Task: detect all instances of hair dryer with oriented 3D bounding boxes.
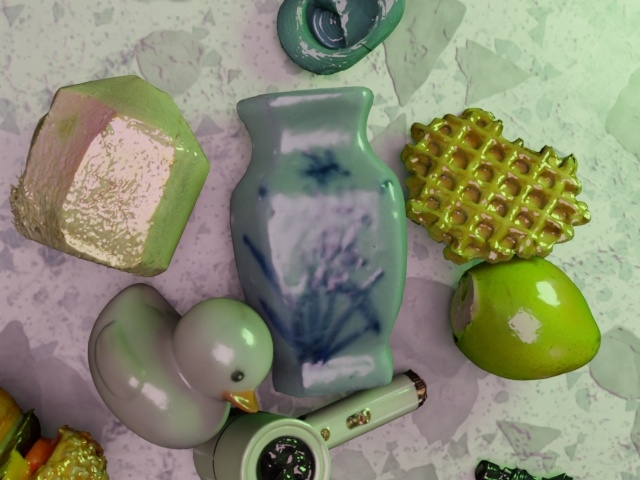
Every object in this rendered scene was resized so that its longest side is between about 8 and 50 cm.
[{"bbox_3d":[0.016,0.261,1.210,0.362,0.203,0.128,-18,92,-27],"label":"hair dryer"}]

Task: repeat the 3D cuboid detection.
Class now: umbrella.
[{"bbox_3d":[0.345,0.388,1.320,0.224,0.071,0.080,23,60,-6],"label":"umbrella"}]

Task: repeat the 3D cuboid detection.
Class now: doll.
[{"bbox_3d":[-0.174,0.145,1.124,0.221,0.221,0.251,-41,65,-7],"label":"doll"}]

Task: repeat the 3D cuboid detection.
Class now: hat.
[{"bbox_3d":[0.032,-0.321,1.236,0.191,0.078,0.138,-30,89,10],"label":"hat"}]

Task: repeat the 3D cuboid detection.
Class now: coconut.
[{"bbox_3d":[-0.267,-0.093,1.107,0.233,0.233,0.245,18,89,-11],"label":"coconut"}]

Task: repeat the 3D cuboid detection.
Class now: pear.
[{"bbox_3d":[0.301,0.113,1.249,0.220,0.187,0.187,8,90,-12],"label":"pear"}]

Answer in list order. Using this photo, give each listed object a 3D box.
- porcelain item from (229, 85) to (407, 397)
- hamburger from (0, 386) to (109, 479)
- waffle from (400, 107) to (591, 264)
[{"bbox_3d":[0.000,0.000,1.186,0.243,0.178,0.405,-7,96,-12],"label":"porcelain item"},{"bbox_3d":[-0.418,0.351,1.048,0.250,0.330,0.330,39,85,-10],"label":"hamburger"},{"bbox_3d":[0.248,-0.086,1.244,0.291,0.051,0.291,2,63,-3],"label":"waffle"}]
